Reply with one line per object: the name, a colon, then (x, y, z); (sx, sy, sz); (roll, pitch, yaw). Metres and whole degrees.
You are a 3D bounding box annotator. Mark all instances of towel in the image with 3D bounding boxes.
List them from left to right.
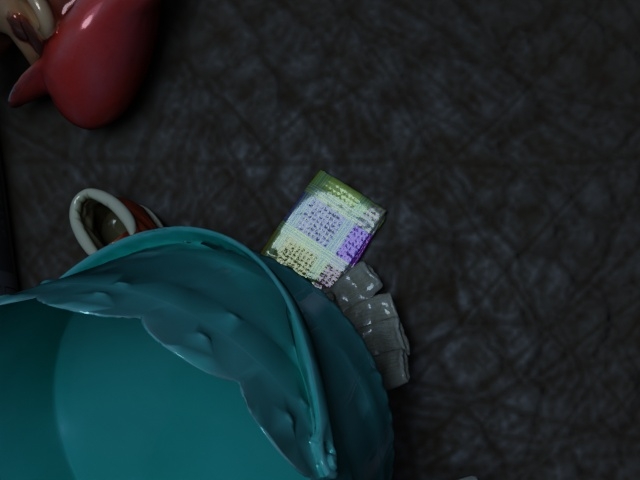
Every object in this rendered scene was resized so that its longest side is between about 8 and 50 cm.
towel: (0.000, 0.000, 0.917); (0.060, 0.009, 0.083); (33, 89, 8)

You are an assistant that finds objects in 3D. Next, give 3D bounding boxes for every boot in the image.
boot: (-0.110, 0.033, 0.869); (0.059, 0.084, 0.158); (-38, 66, 2)

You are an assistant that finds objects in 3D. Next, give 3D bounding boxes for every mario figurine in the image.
mario figurine: (-0.237, -0.205, 0.881); (0.198, 0.170, 0.320); (-39, 105, -20)

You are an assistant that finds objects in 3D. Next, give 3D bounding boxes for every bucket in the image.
bucket: (-0.097, 0.133, 0.761); (0.281, 0.183, 0.281); (5, 106, 19)

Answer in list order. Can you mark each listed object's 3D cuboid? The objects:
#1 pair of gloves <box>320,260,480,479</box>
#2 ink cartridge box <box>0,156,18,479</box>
pair of gloves: (-0.006, 0.155, 0.883); (0.204, 0.042, 0.240); (-28, 77, 12)
ink cartridge box: (-0.395, 0.089, 0.913); (0.384, 0.091, 0.308); (-10, 84, 4)
